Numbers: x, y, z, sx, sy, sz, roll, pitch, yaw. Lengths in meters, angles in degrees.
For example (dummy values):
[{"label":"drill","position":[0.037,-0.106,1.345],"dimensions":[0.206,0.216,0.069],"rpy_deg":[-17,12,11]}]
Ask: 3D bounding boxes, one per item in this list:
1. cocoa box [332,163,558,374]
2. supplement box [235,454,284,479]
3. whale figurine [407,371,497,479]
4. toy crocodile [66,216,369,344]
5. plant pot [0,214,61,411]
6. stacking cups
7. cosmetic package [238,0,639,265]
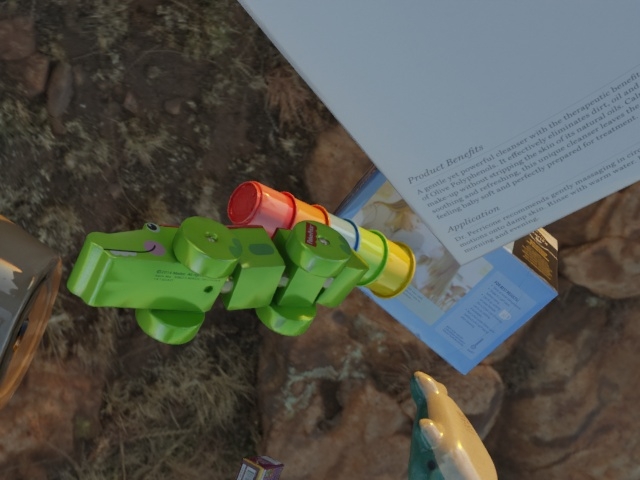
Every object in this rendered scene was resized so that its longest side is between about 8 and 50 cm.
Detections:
[{"label":"cocoa box","position":[0.203,0.007,1.341],"dimensions":[0.347,0.228,0.231],"rpy_deg":[40,117,-4]},{"label":"supplement box","position":[-0.106,0.404,1.341],"dimensions":[0.083,0.043,0.054],"rpy_deg":[24,87,-63]},{"label":"whale figurine","position":[0.217,0.383,1.454],"dimensions":[0.141,0.272,0.216],"rpy_deg":[-35,140,18]},{"label":"toy crocodile","position":[-0.085,0.027,0.793],"dimensions":[0.341,0.105,0.115],"rpy_deg":[2,130,-37]},{"label":"plant pot","position":[-0.441,0.052,0.813],"dimensions":[0.281,0.323,0.323],"rpy_deg":[20,95,-6]},{"label":"stacking cups","position":[0.000,0.000,1.110],"dimensions":[0.316,0.096,0.096],"rpy_deg":[23,93,-40]},{"label":"cosmetic package","position":[0.073,-0.171,0.478],"dimensions":[0.197,0.155,0.365],"rpy_deg":[-27,129,20]}]
